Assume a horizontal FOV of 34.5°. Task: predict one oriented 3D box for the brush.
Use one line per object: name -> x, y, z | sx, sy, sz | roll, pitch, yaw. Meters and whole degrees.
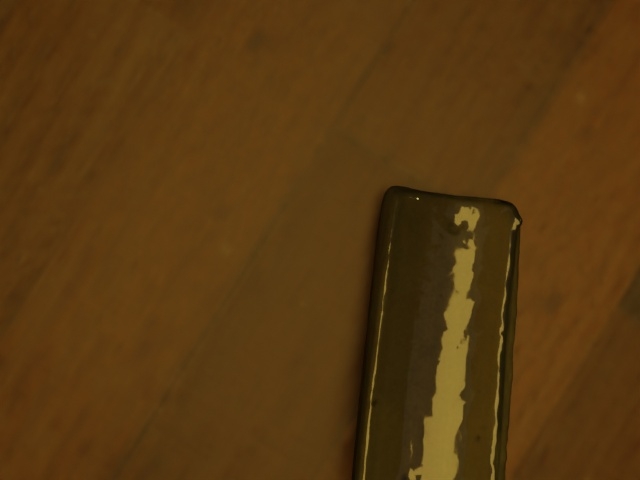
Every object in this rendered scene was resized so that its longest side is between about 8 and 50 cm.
brush -> 0.032, 0.122, 0.361 | 0.054, 0.048, 0.282 | 7, 81, -5
